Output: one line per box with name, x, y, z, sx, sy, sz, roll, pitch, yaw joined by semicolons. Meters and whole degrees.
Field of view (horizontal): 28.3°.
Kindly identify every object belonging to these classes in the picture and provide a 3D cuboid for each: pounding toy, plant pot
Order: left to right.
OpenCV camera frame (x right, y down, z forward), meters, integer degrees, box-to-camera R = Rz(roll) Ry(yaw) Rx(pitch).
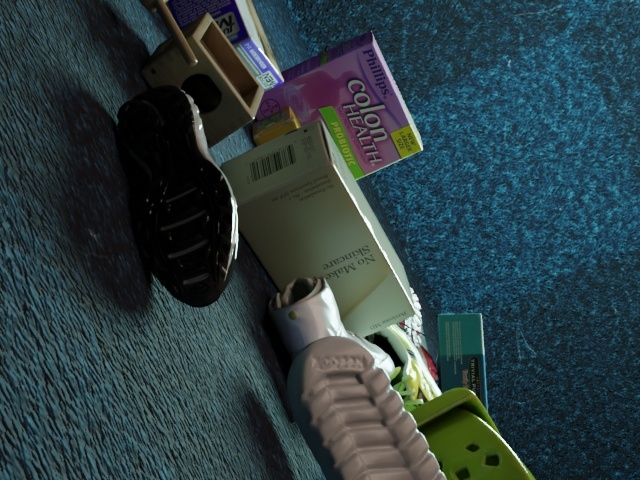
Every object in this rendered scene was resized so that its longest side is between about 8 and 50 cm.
pounding toy;-0.173;-0.216;1.550;0.206;0.094;0.181;53;17;-17
plant pot;0.172;0.342;1.674;0.227;0.228;0.207;55;6;-51

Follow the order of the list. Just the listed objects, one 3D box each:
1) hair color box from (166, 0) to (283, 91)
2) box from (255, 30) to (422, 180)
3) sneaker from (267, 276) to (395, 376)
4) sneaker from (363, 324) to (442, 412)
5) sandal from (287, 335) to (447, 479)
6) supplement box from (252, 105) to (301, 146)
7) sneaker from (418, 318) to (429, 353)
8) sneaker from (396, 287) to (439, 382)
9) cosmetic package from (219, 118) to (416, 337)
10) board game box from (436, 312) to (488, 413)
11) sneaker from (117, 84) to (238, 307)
hair color box;-0.179;-0.394;1.941;0.185;0.110;0.338;44;25;-71
box;0.027;-0.217;2.241;0.117;0.243;0.213;-91;156;-71
sneaker;0.015;0.122;1.686;0.292;0.108;0.169;-7;76;-80
sneaker;0.127;0.273;1.885;0.384;0.145;0.147;58;3;35
sandal;0.070;0.310;1.473;0.102;0.169;0.416;-24;-98;57
supplement box;-0.031;-0.106;2.140;0.080;0.078;0.233;-98;162;-62
sneaker;0.146;0.182;2.319;0.147;0.105;0.295;-67;137;-86
sneaker;0.114;0.153;2.196;0.112;0.121;0.299;33;22;-36
cosmetic package;0.000;0.000;1.762;0.309;0.160;0.113;58;12;-38
board game box;0.253;0.299;2.274;0.336;0.079;0.253;76;13;-70
sneaker;-0.130;-0.039;1.276;0.108;0.100;0.271;64;6;-49
